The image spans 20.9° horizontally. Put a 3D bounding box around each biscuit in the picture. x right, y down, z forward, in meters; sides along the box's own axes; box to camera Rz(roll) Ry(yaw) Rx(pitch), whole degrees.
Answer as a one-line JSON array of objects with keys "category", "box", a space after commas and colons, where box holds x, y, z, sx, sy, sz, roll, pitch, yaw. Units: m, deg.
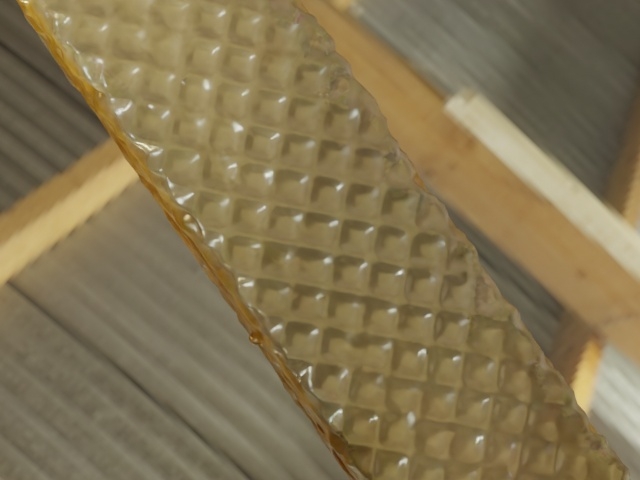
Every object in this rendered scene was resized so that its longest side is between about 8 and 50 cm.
[{"category": "biscuit", "box": [0.000, 0.000, 0.672, 0.379, 0.094, 0.054, 56, 171, -3]}]
